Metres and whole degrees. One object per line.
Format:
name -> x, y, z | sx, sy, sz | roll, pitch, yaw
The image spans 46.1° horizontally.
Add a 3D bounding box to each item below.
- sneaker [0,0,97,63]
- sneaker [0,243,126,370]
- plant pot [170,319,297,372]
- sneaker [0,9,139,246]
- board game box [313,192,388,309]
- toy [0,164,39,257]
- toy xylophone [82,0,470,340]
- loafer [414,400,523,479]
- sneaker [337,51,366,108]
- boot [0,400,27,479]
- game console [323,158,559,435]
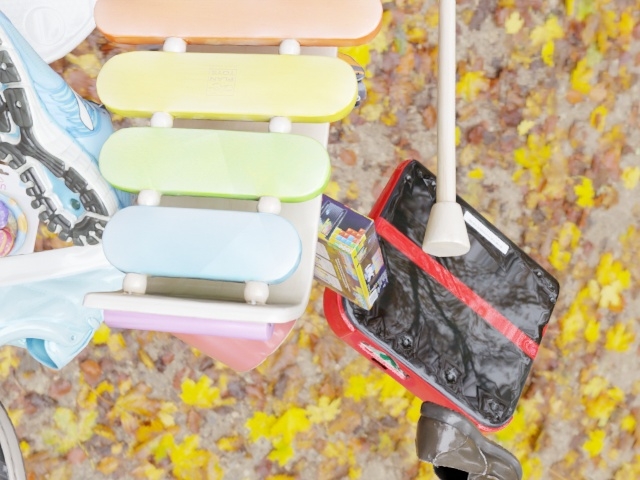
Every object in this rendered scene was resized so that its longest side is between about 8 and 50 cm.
sneaker -> -0.383, -0.234, 0.911 | 0.295, 0.147, 0.105 | -34, 104, -1
sneaker -> -0.326, 0.086, 0.975 | 0.365, 0.135, 0.150 | -12, 89, -37
plant pot -> -0.189, 0.115, 1.511 | 0.243, 0.275, 0.275 | 43, 80, -17
sneaker -> -0.172, -0.075, 0.473 | 0.063, 0.073, 0.162 | -24, 105, 26
board game box -> 0.000, 0.000, 0.845 | 0.048, 0.141, 0.170 | -53, 158, -15
toy -> -0.512, 0.001, 1.148 | 0.136, 0.056, 0.237 | 14, 108, -9
toy xylophone -> -0.026, -0.094, 0.471 | 0.236, 0.081, 0.323 | -4, 72, 6
loafer -> 0.172, 0.271, 0.920 | 0.220, 0.080, 0.078 | 42, 69, -37
sneaker -> -0.003, -0.253, 1.370 | 0.180, 0.321, 0.125 | 4, 147, -6
boot -> -0.445, 0.164, 0.666 | 0.138, 0.284, 0.378 | -27, 84, 22
game console -> 0.214, 0.097, 1.255 | 0.386, 0.060, 0.342 | 39, 59, -14
